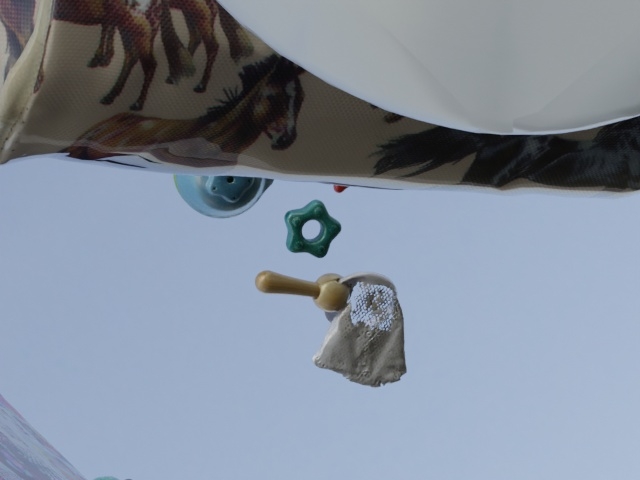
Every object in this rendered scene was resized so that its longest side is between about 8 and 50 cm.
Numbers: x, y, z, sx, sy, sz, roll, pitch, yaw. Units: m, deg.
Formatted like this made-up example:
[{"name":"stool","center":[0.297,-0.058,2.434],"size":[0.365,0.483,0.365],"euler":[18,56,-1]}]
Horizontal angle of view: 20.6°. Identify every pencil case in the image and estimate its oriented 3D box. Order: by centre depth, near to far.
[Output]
[{"name":"pencil case","center":[0.030,-0.114,0.860],"size":[0.410,0.183,0.160],"euler":[2,-39,-22]}]

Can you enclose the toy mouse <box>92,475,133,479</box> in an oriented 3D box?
[{"name":"toy mouse","center":[-0.191,0.196,1.299],"size":[0.161,0.031,0.143],"euler":[-10,-4,7]}]

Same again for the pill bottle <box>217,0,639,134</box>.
[{"name":"pill bottle","center":[0.122,-0.200,0.460],"size":[0.392,0.224,0.224],"euler":[-43,-33,-42]}]

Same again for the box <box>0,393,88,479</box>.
[{"name":"box","center":[-0.200,0.126,0.998],"size":[0.057,0.201,0.293],"euler":[-48,-24,-6]}]

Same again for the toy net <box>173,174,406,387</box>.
[{"name":"toy net","center":[0.000,0.000,1.269],"size":[0.122,0.045,0.232],"euler":[-37,-72,-5]}]
